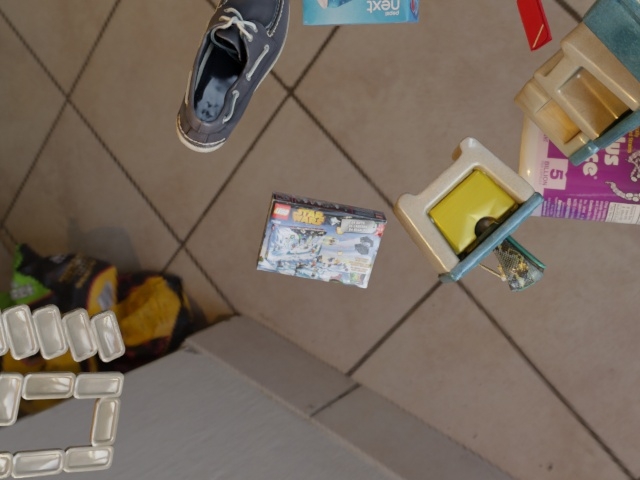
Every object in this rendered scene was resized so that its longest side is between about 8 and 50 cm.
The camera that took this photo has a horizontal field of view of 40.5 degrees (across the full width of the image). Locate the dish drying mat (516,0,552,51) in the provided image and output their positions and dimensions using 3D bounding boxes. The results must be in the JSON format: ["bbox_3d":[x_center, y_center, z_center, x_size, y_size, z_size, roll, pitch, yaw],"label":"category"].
[{"bbox_3d":[0.268,-0.279,1.094,0.032,0.008,0.083,-33,55,40],"label":"dish drying mat"}]

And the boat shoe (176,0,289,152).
[{"bbox_3d":[-0.076,-0.182,0.819,0.075,0.065,0.206,23,76,-7],"label":"boat shoe"}]

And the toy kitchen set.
[{"bbox_3d":[0.146,-0.039,0.500,0.166,0.207,0.122,-42,85,-6],"label":"toy kitchen set"}]

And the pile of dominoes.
[{"bbox_3d":[-0.334,0.157,0.935,0.040,0.251,0.195,19,100,51],"label":"pile of dominoes"}]

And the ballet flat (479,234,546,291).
[{"bbox_3d":[0.225,-0.004,1.193,0.188,0.070,0.070,51,126,31],"label":"ballet flat"}]

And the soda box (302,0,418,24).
[{"bbox_3d":[0.073,-0.438,1.614,0.210,0.067,0.071,5,103,24],"label":"soda box"}]

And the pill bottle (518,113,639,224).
[{"bbox_3d":[0.449,-0.109,1.284,0.302,0.169,0.169,5,106,14],"label":"pill bottle"}]

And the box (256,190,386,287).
[{"bbox_3d":[0.000,0.000,1.025,0.137,0.027,0.093,11,115,-11],"label":"box"}]
